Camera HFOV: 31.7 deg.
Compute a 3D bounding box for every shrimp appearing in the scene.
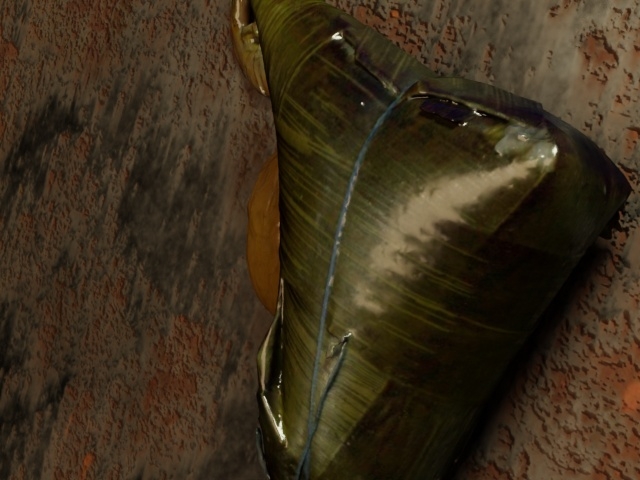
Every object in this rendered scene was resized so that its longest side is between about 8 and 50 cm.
[{"bbox_3d":[-0.059,-0.264,1.226,0.133,0.053,0.236,-34,65,53],"label":"shrimp"}]

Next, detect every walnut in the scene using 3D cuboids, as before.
[{"bbox_3d":[-0.017,-0.011,1.119,0.167,0.087,0.211,6,87,36],"label":"walnut"}]

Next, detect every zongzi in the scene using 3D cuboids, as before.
[{"bbox_3d":[0.000,0.000,1.011,0.432,0.208,0.403,36,108,30],"label":"zongzi"}]
